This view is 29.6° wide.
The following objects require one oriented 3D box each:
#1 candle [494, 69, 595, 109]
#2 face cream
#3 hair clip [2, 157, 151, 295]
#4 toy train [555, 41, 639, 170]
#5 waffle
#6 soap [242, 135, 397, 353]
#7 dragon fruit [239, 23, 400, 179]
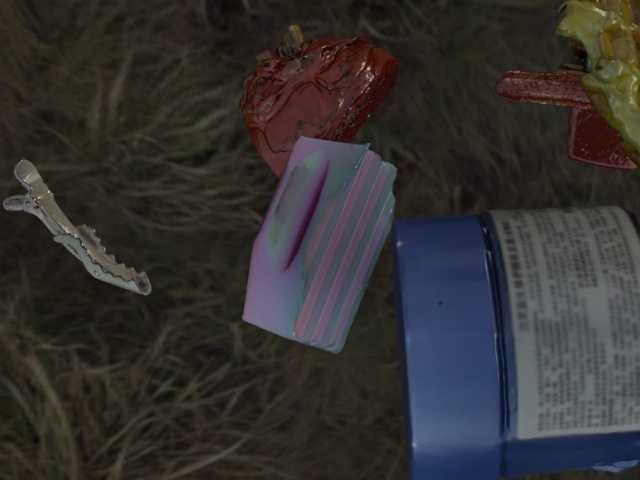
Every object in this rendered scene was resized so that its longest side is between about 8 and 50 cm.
[{"bbox_3d":[0.365,-0.188,1.546,0.329,0.051,0.048,14,125,42],"label":"candle"},{"bbox_3d":[0.183,0.095,1.112,0.225,0.249,0.249,-3,84,3],"label":"face cream"},{"bbox_3d":[-0.301,0.001,1.481,0.226,0.034,0.072,43,127,3],"label":"hair clip"},{"bbox_3d":[0.465,-0.253,1.836,0.163,0.369,0.232,14,122,20],"label":"toy train"},{"bbox_3d":[0.338,-0.189,1.178,0.068,0.302,0.325,-16,118,41],"label":"waffle"},{"bbox_3d":[0.000,0.000,0.871,0.056,0.100,0.149,21,89,29],"label":"soap"},{"bbox_3d":[-0.007,-0.132,0.995,0.106,0.083,0.162,34,59,9],"label":"dragon fruit"}]
